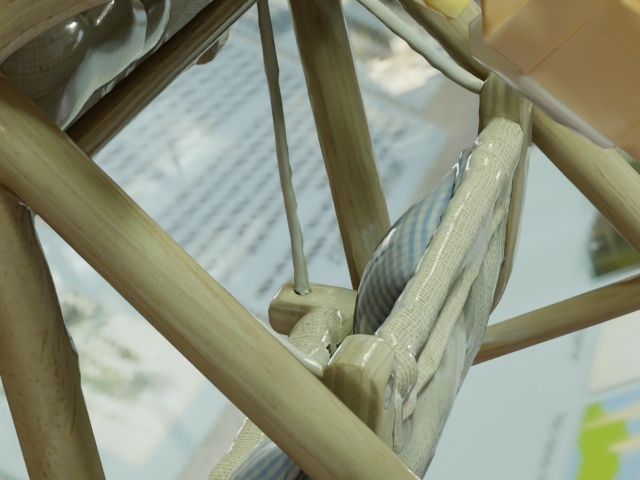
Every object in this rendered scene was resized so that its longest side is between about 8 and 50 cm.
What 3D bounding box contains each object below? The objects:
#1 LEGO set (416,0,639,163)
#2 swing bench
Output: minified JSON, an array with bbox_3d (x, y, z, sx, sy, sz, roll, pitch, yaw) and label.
[{"bbox_3d":[-0.022,-0.136,0.331,0.287,0.107,0.132,37,4,8],"label":"LEGO set"},{"bbox_3d":[0.000,0.000,0.561,0.255,0.165,0.253,61,28,-14],"label":"swing bench"}]
